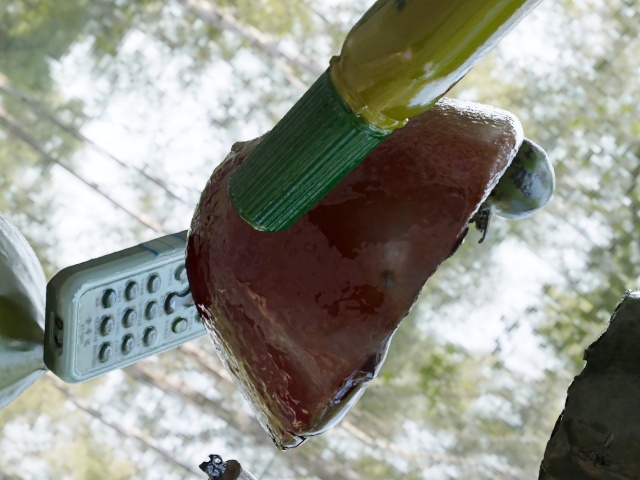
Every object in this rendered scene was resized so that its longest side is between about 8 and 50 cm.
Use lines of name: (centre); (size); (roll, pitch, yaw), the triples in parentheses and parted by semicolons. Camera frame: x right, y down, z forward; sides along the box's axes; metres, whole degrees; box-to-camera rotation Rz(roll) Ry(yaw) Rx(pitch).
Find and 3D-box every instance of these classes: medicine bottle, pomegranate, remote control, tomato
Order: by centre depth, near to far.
medicine bottle: (0.042, -0.099, 0.833); (0.260, 0.064, 0.095); (-43, -163, 28)
tomato: (-0.004, -0.003, 1.046); (0.309, 0.170, 0.309); (-56, 178, -3)
remote control: (-0.152, 0.048, 1.608); (0.065, 0.335, 0.128); (27, -58, 38)
pomegranate: (0.236, -0.069, 1.970); (0.161, 0.122, 0.122); (-53, -158, -16)

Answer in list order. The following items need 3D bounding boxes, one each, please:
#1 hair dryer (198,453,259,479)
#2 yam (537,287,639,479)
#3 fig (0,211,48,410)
hair dryer: (-0.044, 0.227, 1.248); (0.117, 0.182, 0.064); (13, -119, 52)
yam: (0.288, 0.130, 0.866); (0.304, 0.168, 0.168); (11, -118, 26)
fig: (-0.449, 0.070, 1.616); (0.343, 0.343, 0.343); (-42, -155, 25)
